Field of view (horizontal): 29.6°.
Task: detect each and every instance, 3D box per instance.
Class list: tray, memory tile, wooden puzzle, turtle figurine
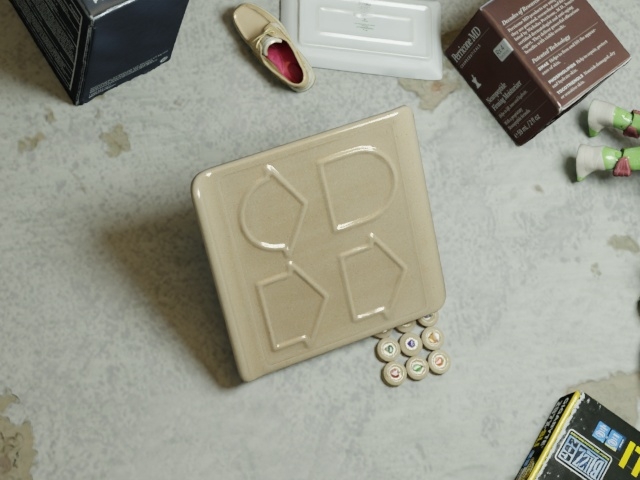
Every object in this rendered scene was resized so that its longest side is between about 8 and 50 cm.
[{"bbox_3d":[0.069,-0.339,1.932,0.270,0.030,0.145,5,72,-13],"label":"tray"},{"bbox_3d":[0.130,0.138,1.817,0.113,0.012,0.148,-11,77,-18],"label":"memory tile"},{"bbox_3d":[0.000,0.000,1.723,0.347,0.080,0.322,-21,115,-18],"label":"wooden puzzle"},{"bbox_3d":[0.560,-0.128,1.938,0.266,0.274,0.198,10,99,23],"label":"turtle figurine"}]

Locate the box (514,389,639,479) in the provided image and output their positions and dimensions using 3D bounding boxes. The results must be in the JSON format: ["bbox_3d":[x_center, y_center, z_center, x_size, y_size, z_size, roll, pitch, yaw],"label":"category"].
[{"bbox_3d":[0.438,0.416,1.783,0.322,0.079,0.257,36,67,-2],"label":"box"}]

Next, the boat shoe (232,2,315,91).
[{"bbox_3d":[-0.073,-0.300,1.858,0.063,0.059,0.170,-44,89,9],"label":"boat shoe"}]

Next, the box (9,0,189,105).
[{"bbox_3d":[-0.333,-0.397,1.702,0.182,0.294,0.296,-31,84,-20],"label":"box"}]

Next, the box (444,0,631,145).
[{"bbox_3d":[0.341,-0.293,1.914,0.167,0.168,0.203,-36,85,-20],"label":"box"}]
